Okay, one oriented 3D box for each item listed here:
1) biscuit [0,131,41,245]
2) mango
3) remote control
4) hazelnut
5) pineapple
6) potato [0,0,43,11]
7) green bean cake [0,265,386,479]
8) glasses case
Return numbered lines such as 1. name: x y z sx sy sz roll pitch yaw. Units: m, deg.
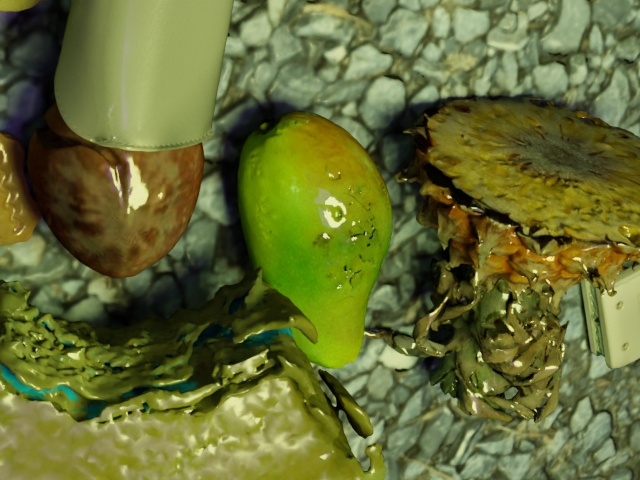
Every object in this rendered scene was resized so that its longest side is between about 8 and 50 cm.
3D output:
1. biscuit: -0.303 -0.019 1.173 0.184 0.027 0.133 -12 120 -25
2. mango: 0.000 0.000 1.301 0.111 0.125 0.233 -45 129 -53
3. remote control: 0.394 0.025 1.587 0.277 0.055 0.103 -25 123 -17
4. hazelnut: -0.154 -0.047 1.180 0.143 0.143 0.154 -8 116 -27
5. pineapple: 0.169 0.043 1.382 0.262 0.262 0.271 -6 128 -28
6. potato: -0.232 -0.211 1.098 0.103 0.066 0.096 17 118 -40
7. green bean cake: -0.143 0.130 1.228 0.310 0.202 0.285 -28 115 -3
8. glasses case: -0.109 -0.217 1.101 0.128 0.083 0.308 7 96 -55
